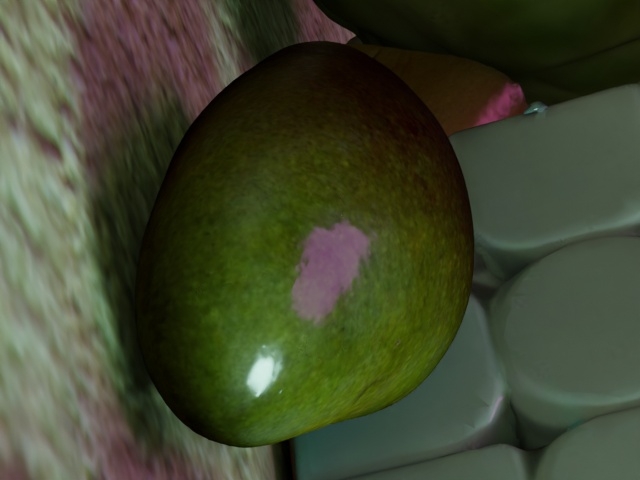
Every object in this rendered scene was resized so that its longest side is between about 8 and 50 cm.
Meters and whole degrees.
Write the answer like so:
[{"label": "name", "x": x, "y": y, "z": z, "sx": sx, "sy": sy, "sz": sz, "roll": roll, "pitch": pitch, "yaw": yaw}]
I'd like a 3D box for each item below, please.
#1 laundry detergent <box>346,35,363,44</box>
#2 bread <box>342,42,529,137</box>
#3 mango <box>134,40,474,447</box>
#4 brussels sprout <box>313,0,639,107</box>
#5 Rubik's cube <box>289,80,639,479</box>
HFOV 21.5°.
[{"label": "laundry detergent", "x": 0.082, "y": -0.032, "z": 1.278, "sx": 0.181, "sy": 0.091, "sz": 0.253, "roll": 61, "pitch": 16, "yaw": -52}, {"label": "bread", "x": 0.017, "y": -0.025, "z": 0.980, "sx": 0.160, "sy": 0.169, "sz": 0.140, "roll": 27, "pitch": -29, "yaw": 40}, {"label": "mango", "x": 0.000, "y": 0.000, "z": 0.619, "sx": 0.267, "sy": 0.111, "sz": 0.133, "roll": -64, "pitch": 149, "yaw": -71}, {"label": "brussels sprout", "x": 0.098, "y": -0.290, "z": 1.018, "sx": 0.361, "sy": 0.342, "sz": 0.425, "roll": 52, "pitch": 1, "yaw": -38}, {"label": "Rubik's cube", "x": 0.157, "y": 0.125, "z": 0.793, "sx": 0.290, "sy": 0.291, "sz": 0.291, "roll": -97, "pitch": 169, "yaw": -45}]
